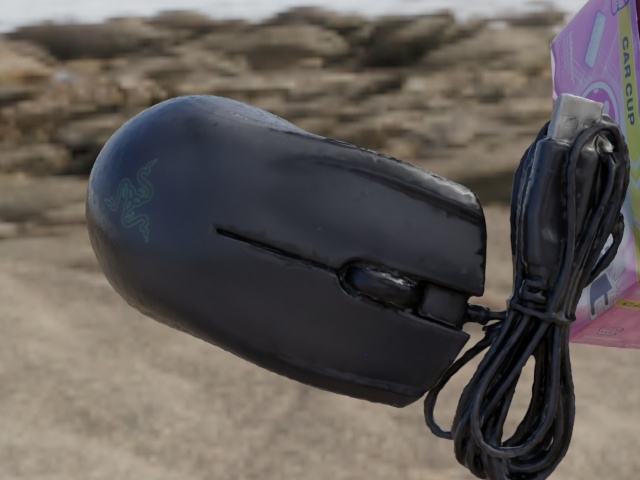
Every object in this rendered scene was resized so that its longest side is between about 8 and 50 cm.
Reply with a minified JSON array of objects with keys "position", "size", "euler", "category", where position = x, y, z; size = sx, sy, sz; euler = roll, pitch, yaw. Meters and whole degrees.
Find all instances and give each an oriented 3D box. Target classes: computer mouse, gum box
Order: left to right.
[{"position":[0.000,0.000,0.843],"size":[0.272,0.189,0.072],"euler":[15,4,17],"category":"computer mouse"},{"position":[0.170,-0.049,0.908],"size":[0.062,0.188,0.107],"euler":[6,-23,-15],"category":"gum box"}]
